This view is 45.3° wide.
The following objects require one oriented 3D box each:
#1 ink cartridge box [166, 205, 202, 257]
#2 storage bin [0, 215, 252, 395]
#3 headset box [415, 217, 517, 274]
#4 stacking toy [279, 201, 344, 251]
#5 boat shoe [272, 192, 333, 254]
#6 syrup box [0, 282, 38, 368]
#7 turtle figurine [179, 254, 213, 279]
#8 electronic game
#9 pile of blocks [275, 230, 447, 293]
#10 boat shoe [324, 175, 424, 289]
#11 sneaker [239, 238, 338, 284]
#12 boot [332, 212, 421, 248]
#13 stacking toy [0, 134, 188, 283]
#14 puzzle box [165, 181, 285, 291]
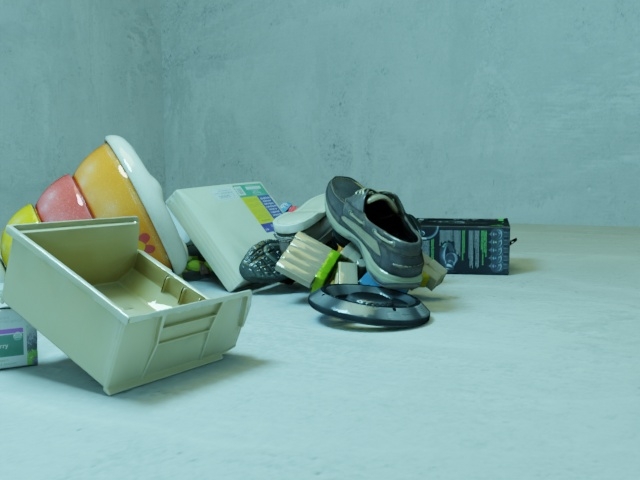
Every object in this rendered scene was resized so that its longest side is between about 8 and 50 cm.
[{"bbox_3d":[-0.315,-0.020,2.073,0.211,0.121,0.289,-12,-14,33],"label":"ink cartridge box"},{"bbox_3d":[-0.278,0.078,1.116,0.262,0.123,0.260,29,21,29],"label":"storage bin"},{"bbox_3d":[0.391,0.012,2.093,0.283,0.131,0.246,1,7,13],"label":"headset box"},{"bbox_3d":[0.000,0.000,2.334,0.302,0.165,0.175,15,17,7],"label":"stacking toy"},{"bbox_3d":[0.007,-0.041,1.795,0.117,0.096,0.324,3,20,32],"label":"boat shoe"},{"bbox_3d":[-0.512,0.130,1.203,0.093,0.096,0.237,-4,8,-29],"label":"syrup box"},{"bbox_3d":[-0.353,0.059,1.935,0.217,0.087,0.269,-3,6,-21],"label":"turtle figurine"},{"bbox_3d":[0.090,0.123,1.431,0.229,0.048,0.229,7,8,-1],"label":"electronic game"},{"bbox_3d":[0.081,0.090,1.633,0.362,0.149,0.112,8,-38,-5],"label":"pile of blocks"},{"bbox_3d":[0.121,-0.046,1.586,0.132,0.130,0.355,-4,37,-29],"label":"boat shoe"},{"bbox_3d":[-0.082,0.060,1.807,0.286,0.109,0.130,-14,-30,-45],"label":"sneaker"},{"bbox_3d":[0.094,0.026,1.791,0.247,0.094,0.207,-7,-31,-37],"label":"boot"},{"bbox_3d":[-0.566,0.013,1.683,0.480,0.350,0.350,-28,13,-14],"label":"stacking toy"},{"bbox_3d":[-0.187,-0.023,1.945,0.052,0.272,0.409,-42,-11,23],"label":"puzzle box"}]
